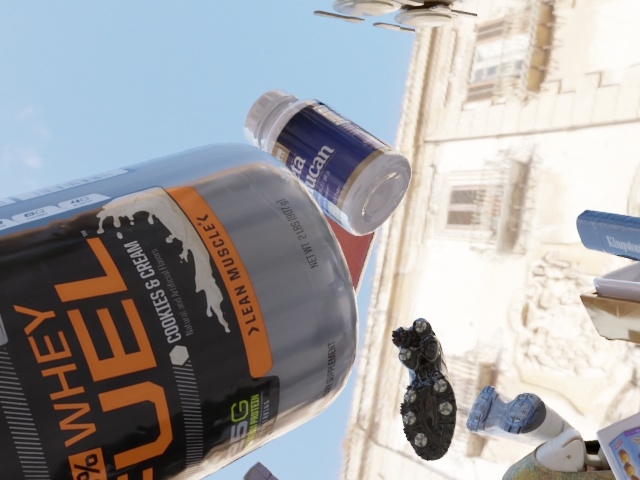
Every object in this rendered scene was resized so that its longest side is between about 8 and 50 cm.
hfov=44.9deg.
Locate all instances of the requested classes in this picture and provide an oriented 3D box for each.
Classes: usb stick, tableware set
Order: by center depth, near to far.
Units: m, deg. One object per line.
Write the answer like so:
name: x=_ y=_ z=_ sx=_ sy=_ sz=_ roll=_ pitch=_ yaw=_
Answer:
tableware set: x=0.099 y=-0.311 z=1.007 sx=0.194 sy=0.128 sz=0.039 roll=-3 pitch=-86 yaw=-40
usb stick: x=0.497 y=-0.004 z=1.238 sx=0.045 sy=0.278 sz=0.077 roll=-17 pitch=-80 yaw=-9

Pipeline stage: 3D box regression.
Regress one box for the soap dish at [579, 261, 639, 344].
soap dish: x=0.641 y=0.115 z=1.345 sx=0.228 sy=0.290 sz=0.118 roll=-13 pitch=-78 yaw=-38

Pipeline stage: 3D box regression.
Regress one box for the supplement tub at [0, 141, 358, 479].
supplement tub: x=-0.150 y=0.069 z=0.432 sx=0.315 sy=0.193 sz=0.194 roll=-22 pitch=-77 yaw=-34

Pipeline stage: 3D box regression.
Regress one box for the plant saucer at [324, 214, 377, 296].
plant saucer: x=0.000 y=0.000 z=1.379 sx=0.047 sy=0.258 sz=0.259 roll=32 pitch=-109 yaw=-45

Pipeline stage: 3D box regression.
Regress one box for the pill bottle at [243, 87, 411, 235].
pill bottle: x=0.001 y=-0.087 z=0.791 sx=0.094 sy=0.169 sz=0.094 roll=-37 pitch=-31 yaw=-27

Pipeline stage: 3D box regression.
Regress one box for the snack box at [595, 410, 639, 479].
snack box: x=0.237 y=0.094 z=0.400 sx=0.022 sy=0.178 sz=0.064 roll=20 pitch=-137 yaw=-47

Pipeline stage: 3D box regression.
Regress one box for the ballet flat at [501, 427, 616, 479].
ballet flat: x=0.502 y=0.392 z=1.403 sx=0.348 sy=0.123 sz=0.123 roll=-6 pitch=-83 yaw=9

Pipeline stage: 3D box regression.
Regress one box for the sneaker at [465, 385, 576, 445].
sneaker: x=0.404 y=0.380 z=1.602 sx=0.129 sy=0.297 sz=0.111 roll=32 pitch=-102 yaw=-13

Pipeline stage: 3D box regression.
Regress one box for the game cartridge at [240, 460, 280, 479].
game cartridge: x=-0.089 y=0.568 z=1.476 sx=0.230 sy=0.355 sz=0.068 roll=38 pitch=-129 yaw=7

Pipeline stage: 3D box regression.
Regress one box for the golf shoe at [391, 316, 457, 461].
golf shoe: x=0.207 y=0.277 z=1.418 sx=0.120 sy=0.105 sz=0.273 roll=47 pitch=-148 yaw=-46
